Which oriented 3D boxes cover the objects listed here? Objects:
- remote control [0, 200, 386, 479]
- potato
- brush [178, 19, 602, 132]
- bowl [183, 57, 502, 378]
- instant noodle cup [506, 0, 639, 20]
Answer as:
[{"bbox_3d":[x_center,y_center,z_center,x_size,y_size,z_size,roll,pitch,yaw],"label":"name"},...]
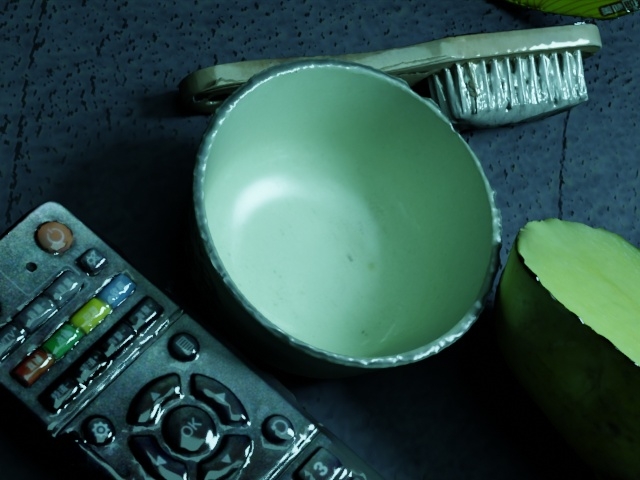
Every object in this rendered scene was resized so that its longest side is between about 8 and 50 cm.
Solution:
[{"bbox_3d":[-0.058,0.139,1.085,0.399,0.062,0.144,41,58,8],"label":"remote control"},{"bbox_3d":[0.214,0.106,1.172,0.272,0.111,0.160,38,25,6],"label":"potato"},{"bbox_3d":[0.059,-0.106,1.275,0.327,0.070,0.065,-7,80,-25],"label":"brush"},{"bbox_3d":[0.000,0.000,1.168,0.211,0.112,0.211,10,63,-20],"label":"bowl"},{"bbox_3d":[0.198,-0.348,1.325,0.311,0.311,0.221,33,50,-7],"label":"instant noodle cup"}]
